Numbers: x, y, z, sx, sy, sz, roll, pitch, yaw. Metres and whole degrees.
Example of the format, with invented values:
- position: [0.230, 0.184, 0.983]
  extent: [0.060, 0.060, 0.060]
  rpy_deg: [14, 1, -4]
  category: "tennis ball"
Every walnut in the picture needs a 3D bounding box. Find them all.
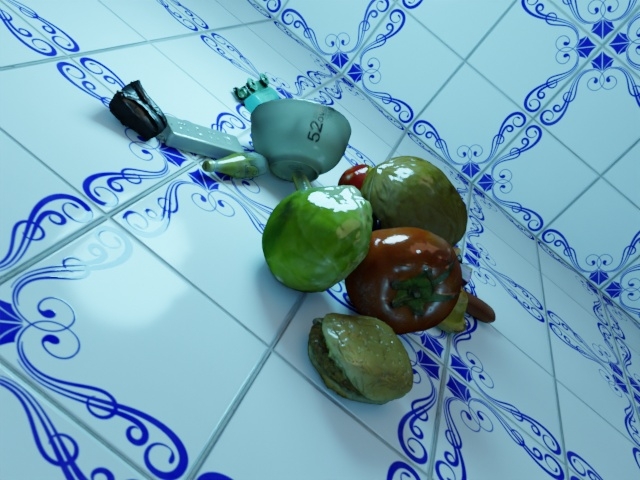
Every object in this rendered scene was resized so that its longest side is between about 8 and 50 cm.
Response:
- position: [0.316, -0.115, 2.197]
  extent: [0.398, 0.354, 0.308]
  rpy_deg: [46, 65, -30]
  category: "walnut"

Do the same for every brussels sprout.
- position: [0.000, 0.000, 1.773]
  extent: [0.343, 0.268, 0.344]
  rpy_deg: [-5, 37, 3]
  category: "brussels sprout"

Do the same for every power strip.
- position: [-0.367, -0.315, 2.036]
  extent: [0.338, 0.058, 0.098]
  rpy_deg: [10, 39, -47]
  category: "power strip"

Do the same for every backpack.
- position: [-0.529, -0.370, 1.862]
  extent: [0.165, 0.105, 0.120]
  rpy_deg: [54, 32, -18]
  category: "backpack"

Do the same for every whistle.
- position: [-0.026, -0.107, 2.047]
  extent: [0.067, 0.057, 0.327]
  rpy_deg: [19, 34, -36]
  category: "whistle"

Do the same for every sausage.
- position: [0.577, 0.248, 2.402]
  extent: [0.194, 0.077, 0.077]
  rpy_deg: [32, 28, -17]
  category: "sausage"

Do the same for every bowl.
- position: [-0.077, -0.314, 2.182]
  extent: [0.353, 0.353, 0.185]
  rpy_deg: [21, 67, -34]
  category: "bowl"

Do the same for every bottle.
- position: [-0.269, -0.235, 2.020]
  extent: [0.083, 0.083, 0.269]
  rpy_deg: [50, 31, 18]
  category: "bottle"

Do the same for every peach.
- position: [0.160, -0.197, 2.397]
  extent: [0.190, 0.192, 0.190]
  rpy_deg: [12, 61, -22]
  category: "peach"

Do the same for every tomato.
- position: [0.242, 0.103, 1.910]
  extent: [0.341, 0.341, 0.273]
  rpy_deg: [30, 14, -21]
  category: "tomato"

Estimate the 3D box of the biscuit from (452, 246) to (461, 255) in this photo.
- position: [0.376, 0.058, 2.305]
  extent: [0.249, 0.030, 0.160]
  rpy_deg: [-21, 23, -39]
  category: "biscuit"

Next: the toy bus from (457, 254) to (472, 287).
- position: [0.463, 0.076, 2.500]
  extent: [0.274, 0.090, 0.112]
  rpy_deg: [36, 35, -6]
  category: "toy bus"

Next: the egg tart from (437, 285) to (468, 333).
- position: [0.418, 0.194, 2.237]
  extent: [0.288, 0.118, 0.288]
  rpy_deg: [33, 30, -22]
  category: "egg tart"

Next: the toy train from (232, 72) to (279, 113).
- position: [-0.249, -0.580, 2.576]
  extent: [0.159, 0.101, 0.248]
  rpy_deg: [55, 26, -7]
  category: "toy train"

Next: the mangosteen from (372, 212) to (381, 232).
- position: [0.102, -0.027, 2.099]
  extent: [0.194, 0.194, 0.230]
  rpy_deg: [35, 2, -11]
  category: "mangosteen"

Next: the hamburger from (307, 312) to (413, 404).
- position: [0.103, 0.293, 1.633]
  extent: [0.283, 0.145, 0.260]
  rpy_deg: [10, 42, -37]
  category: "hamburger"
